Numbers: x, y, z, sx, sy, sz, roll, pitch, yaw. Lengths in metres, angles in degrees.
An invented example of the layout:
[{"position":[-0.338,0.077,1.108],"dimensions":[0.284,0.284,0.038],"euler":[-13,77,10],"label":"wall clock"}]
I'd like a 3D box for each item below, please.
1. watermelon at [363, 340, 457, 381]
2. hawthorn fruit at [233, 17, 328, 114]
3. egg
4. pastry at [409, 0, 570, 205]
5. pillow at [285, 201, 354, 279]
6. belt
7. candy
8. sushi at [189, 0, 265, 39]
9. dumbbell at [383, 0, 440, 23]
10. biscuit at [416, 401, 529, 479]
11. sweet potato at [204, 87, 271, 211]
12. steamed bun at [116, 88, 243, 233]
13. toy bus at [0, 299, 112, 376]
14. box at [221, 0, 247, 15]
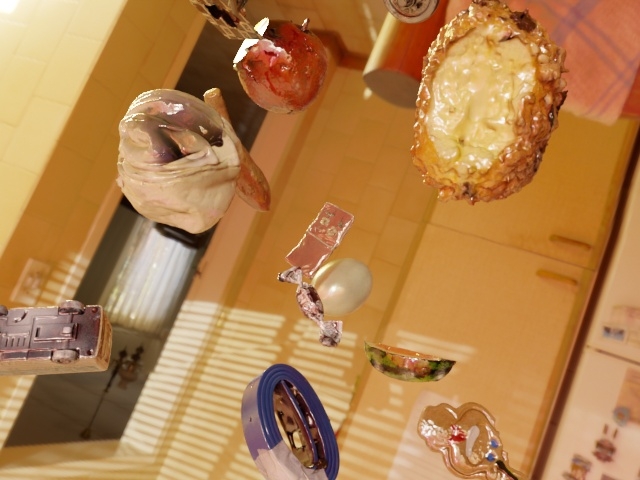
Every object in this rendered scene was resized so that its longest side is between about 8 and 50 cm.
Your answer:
[{"position":[0.215,0.302,1.432],"dimensions":[0.245,0.063,0.119],"euler":[6,-167,22],"label":"watermelon"},{"position":[-0.128,-0.556,1.824],"dimensions":[0.316,0.316,0.316],"euler":[22,171,4],"label":"hawthorn fruit"},{"position":[0.069,0.158,1.918],"dimensions":[0.186,0.253,0.186],"euler":[25,130,34],"label":"egg"},{"position":[0.352,-0.272,1.183],"dimensions":[0.292,0.405,0.337],"euler":[9,-173,21],"label":"pastry"},{"position":[0.000,0.000,1.686],"dimensions":[0.126,0.232,0.043],"euler":[30,170,41],"label":"pillow"},{"position":[-0.086,0.512,1.528],"dimensions":[0.212,0.347,0.117],"euler":[-9,157,-41],"label":"belt"},{"position":[-0.020,0.146,1.278],"dimensions":[0.094,0.051,0.226],"euler":[8,-139,-52],"label":"candy"},{"position":[-0.241,-0.587,1.436],"dimensions":[0.210,0.040,0.193],"euler":[26,172,47],"label":"sushi"},{"position":[0.318,-0.778,1.651],"dimensions":[0.179,0.406,0.179],"euler":[23,142,19],"label":"dumbbell"},{"position":[0.401,0.536,1.462],"dimensions":[0.320,0.183,0.047],"euler":[47,168,11],"label":"biscuit"},{"position":[-0.248,-0.241,1.630],"dimensions":[0.109,0.109,0.385],"euler":[10,133,54],"label":"sweet potato"},{"position":[-0.309,-0.190,1.212],"dimensions":[0.320,0.275,0.206],"euler":[47,157,15],"label":"steamed bun"},{"position":[-0.624,0.227,1.263],"dimensions":[0.289,0.139,0.157],"euler":[-3,150,-7],"label":"toy bus"},{"position":[-0.174,-0.506,1.126],"dimensions":[0.054,0.074,0.099],"euler":[30,176,0],"label":"box"}]
